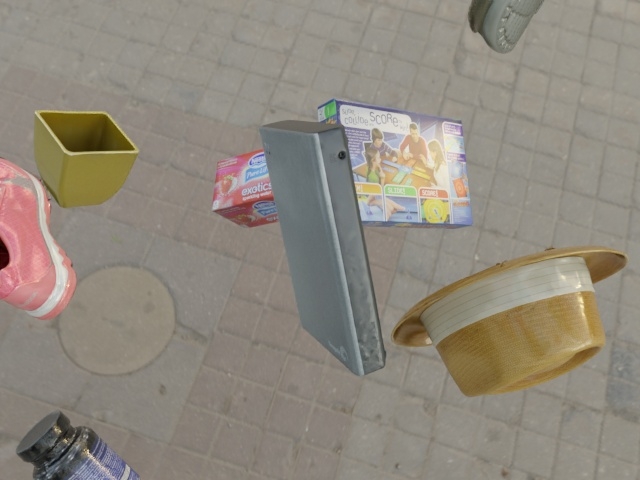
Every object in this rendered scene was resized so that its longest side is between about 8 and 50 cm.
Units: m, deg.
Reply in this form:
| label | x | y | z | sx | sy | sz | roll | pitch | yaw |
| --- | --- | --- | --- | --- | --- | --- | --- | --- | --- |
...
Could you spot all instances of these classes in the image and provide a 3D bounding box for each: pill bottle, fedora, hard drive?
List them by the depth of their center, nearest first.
| label | x | y | z | sx | sy | sz | roll | pitch | yaw |
| --- | --- | --- | --- | --- | --- | --- | --- | --- | --- |
| hard drive | 0.000 | 0.000 | 0.379 | 0.022 | 0.094 | 0.135 | -17 | 107 | -18 |
| fedora | 0.154 | 0.072 | 0.513 | 0.194 | 0.194 | 0.079 | -12 | 68 | -9 |
| pill bottle | -0.413 | 0.403 | 1.132 | 0.123 | 0.123 | 0.219 | -44 | 109 | -21 |

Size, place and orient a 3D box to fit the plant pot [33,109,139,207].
| label | x | y | z | sx | sy | sz | roll | pitch | yaw |
| --- | --- | --- | --- | --- | --- | --- | --- | --- | --- |
| plant pot | -0.256 | -0.082 | 0.696 | 0.081 | 0.083 | 0.081 | -9 | 46 | -46 |

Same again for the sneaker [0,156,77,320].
| label | x | y | z | sx | sy | sz | roll | pitch | yaw |
| --- | --- | --- | --- | --- | --- | --- | --- | --- | --- |
| sneaker | -0.475 | -0.028 | 0.977 | 0.116 | 0.136 | 0.314 | -40 | 64 | 6 |

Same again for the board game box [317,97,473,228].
| label | x | y | z | sx | sy | sz | roll | pitch | yaw |
| --- | --- | --- | --- | --- | --- | --- | --- | --- | --- |
| board game box | 0.092 | -0.084 | 0.761 | 0.201 | 0.035 | 0.136 | 2 | 81 | -36 |

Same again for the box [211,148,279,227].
| label | x | y | z | sx | sy | sz | roll | pitch | yaw |
| --- | --- | --- | --- | --- | --- | --- | --- | --- | --- |
| box | -0.101 | -0.122 | 1.432 | 0.257 | 0.122 | 0.128 | -10 | 66 | 30 |

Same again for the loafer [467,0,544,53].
| label | x | y | z | sx | sy | sz | roll | pitch | yaw |
| --- | --- | --- | --- | --- | --- | --- | --- | --- | --- |
| loafer | 0.190 | -0.267 | 0.683 | 0.087 | 0.094 | 0.251 | 30 | 36 | 9 |
